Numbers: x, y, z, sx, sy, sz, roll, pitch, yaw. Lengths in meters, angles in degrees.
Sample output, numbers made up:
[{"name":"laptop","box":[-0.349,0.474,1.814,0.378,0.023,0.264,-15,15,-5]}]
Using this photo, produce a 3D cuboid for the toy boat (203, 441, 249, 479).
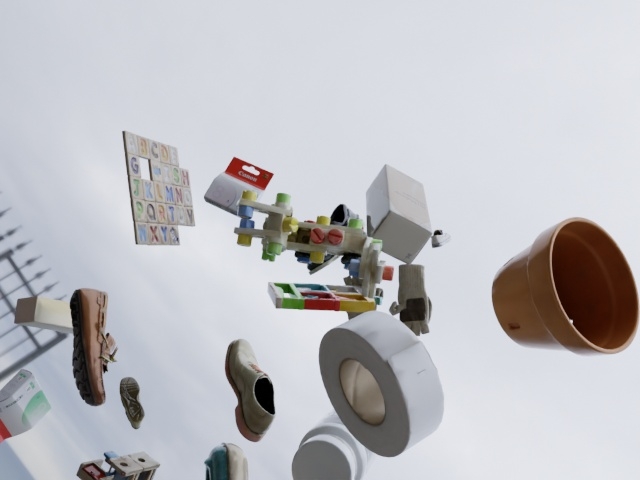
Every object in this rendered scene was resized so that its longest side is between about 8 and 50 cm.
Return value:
[{"name":"toy boat","box":[-0.283,0.690,1.811,0.318,0.148,0.268,134,-46,-64]}]

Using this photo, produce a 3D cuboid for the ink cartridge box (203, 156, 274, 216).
[{"name":"ink cartridge box","box":[-0.312,-0.212,2.579,0.189,0.232,0.066,24,-19,8]}]

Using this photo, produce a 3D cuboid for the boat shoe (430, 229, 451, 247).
[{"name":"boat shoe","box":[0.275,-0.009,1.536,0.035,0.100,0.035,-11,-83,30]}]

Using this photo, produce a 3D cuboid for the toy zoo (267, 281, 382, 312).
[{"name":"toy zoo","box":[0.018,0.146,1.717,0.192,0.293,0.030,-141,-125,-77]}]

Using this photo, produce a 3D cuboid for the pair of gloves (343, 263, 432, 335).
[{"name":"pair of gloves","box":[0.184,0.175,1.833,0.042,0.240,0.204,62,20,-73]}]

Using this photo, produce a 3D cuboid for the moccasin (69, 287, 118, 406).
[{"name":"moccasin","box":[-0.699,0.330,2.095,0.139,0.146,0.380,-50,-134,40]}]

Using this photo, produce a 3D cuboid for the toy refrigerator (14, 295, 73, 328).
[{"name":"toy refrigerator","box":[-0.889,0.254,2.274,0.102,0.094,0.269,-9,-19,29]}]

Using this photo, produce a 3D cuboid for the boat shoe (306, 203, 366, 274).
[{"name":"boat shoe","box":[0.028,-0.017,1.941,0.127,0.340,0.113,-27,-79,38]}]

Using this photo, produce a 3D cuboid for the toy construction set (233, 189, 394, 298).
[{"name":"toy construction set","box":[0.000,0.000,1.320,0.327,0.151,0.215,22,-10,11]}]

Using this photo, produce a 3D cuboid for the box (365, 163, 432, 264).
[{"name":"box","box":[0.217,-0.080,1.903,0.147,0.311,0.121,27,-62,-13]}]

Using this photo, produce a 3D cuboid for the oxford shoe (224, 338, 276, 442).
[{"name":"oxford shoe","box":[-0.220,0.475,2.260,0.146,0.140,0.397,-48,-138,26]}]

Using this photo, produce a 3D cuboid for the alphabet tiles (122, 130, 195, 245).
[{"name":"alphabet tiles","box":[-0.294,-0.088,1.252,0.009,0.237,0.198,-9,-93,15]}]

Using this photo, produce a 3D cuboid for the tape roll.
[{"name":"tape roll","box":[0.119,0.290,1.366,0.286,0.100,0.286,33,-46,44]}]

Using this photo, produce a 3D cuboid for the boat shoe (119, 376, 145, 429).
[{"name":"boat shoe","box":[-0.512,0.438,1.809,0.153,0.056,0.048,54,-43,39]}]

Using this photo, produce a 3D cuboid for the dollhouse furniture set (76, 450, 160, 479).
[{"name":"dollhouse furniture set","box":[-0.534,0.587,1.694,0.183,0.129,0.129,25,4,29]}]

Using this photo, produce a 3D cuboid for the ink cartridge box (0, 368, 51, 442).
[{"name":"ink cartridge box","box":[-0.903,0.512,1.941,0.056,0.225,0.181,19,-42,19]}]

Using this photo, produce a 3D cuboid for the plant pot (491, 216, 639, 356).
[{"name":"plant pot","box":[0.513,0.116,1.448,0.291,0.291,0.203,56,-37,-4]}]

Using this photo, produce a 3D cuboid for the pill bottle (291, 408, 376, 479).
[{"name":"pill bottle","box":[0.052,0.614,1.943,0.204,0.204,0.361,48,12,10]}]
